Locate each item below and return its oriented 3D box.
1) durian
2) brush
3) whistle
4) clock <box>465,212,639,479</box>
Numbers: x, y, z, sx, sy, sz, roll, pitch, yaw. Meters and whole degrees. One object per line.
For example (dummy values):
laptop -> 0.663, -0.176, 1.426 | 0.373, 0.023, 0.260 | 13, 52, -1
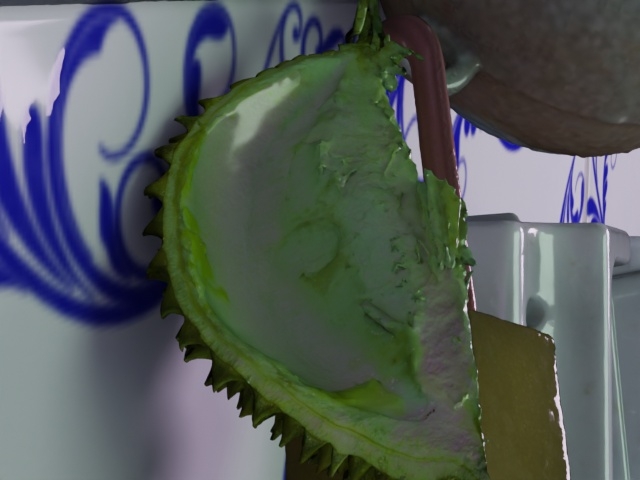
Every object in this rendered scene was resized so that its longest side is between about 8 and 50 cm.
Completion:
durian -> 0.000, 0.000, 0.482 | 0.086, 0.100, 0.215 | 61, 14, -53
brush -> 0.031, 0.027, 0.507 | 0.047, 0.103, 0.233 | 15, 61, -33
whistle -> 0.149, -0.156, 0.658 | 0.348, 0.189, 0.189 | -39, 136, -26
clock -> 0.113, 0.105, 0.734 | 0.262, 0.116, 0.231 | 9, 76, -67
